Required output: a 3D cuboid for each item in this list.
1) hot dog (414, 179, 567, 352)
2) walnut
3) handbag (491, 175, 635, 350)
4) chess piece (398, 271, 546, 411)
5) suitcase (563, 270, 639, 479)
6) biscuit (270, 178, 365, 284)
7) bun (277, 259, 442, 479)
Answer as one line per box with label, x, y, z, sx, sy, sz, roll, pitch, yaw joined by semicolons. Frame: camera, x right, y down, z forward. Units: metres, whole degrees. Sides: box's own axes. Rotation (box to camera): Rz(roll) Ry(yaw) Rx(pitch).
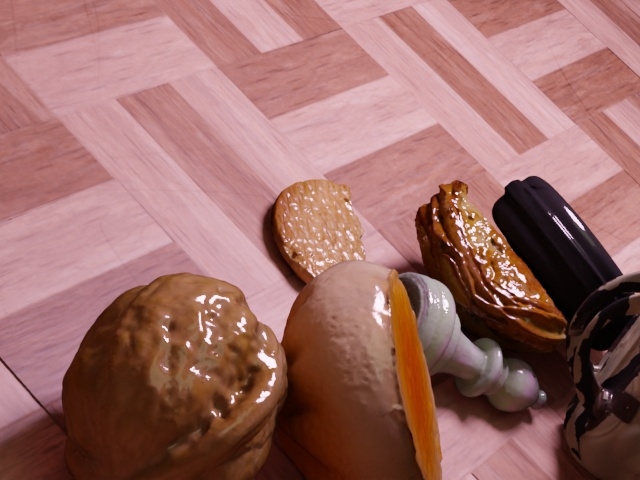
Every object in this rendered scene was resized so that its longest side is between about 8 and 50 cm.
hot dog;0.208;0.053;1.971;0.114;0.175;0.259;-31;70;-9
walnut;-0.150;0.161;1.501;0.224;0.257;0.257;64;25;-26
handbag;0.333;0.031;2.060;0.254;0.093;0.308;53;4;26
chess piece;0.185;0.153;1.898;0.271;0.139;0.139;30;34;-31
suitcase;0.468;0.181;1.890;0.339;0.351;0.194;30;17;-12
biscuit;-0.001;0.001;1.968;0.144;0.033;0.224;14;41;-26
bun;0.029;0.168;1.651;0.165;0.299;0.299;-10;40;9
